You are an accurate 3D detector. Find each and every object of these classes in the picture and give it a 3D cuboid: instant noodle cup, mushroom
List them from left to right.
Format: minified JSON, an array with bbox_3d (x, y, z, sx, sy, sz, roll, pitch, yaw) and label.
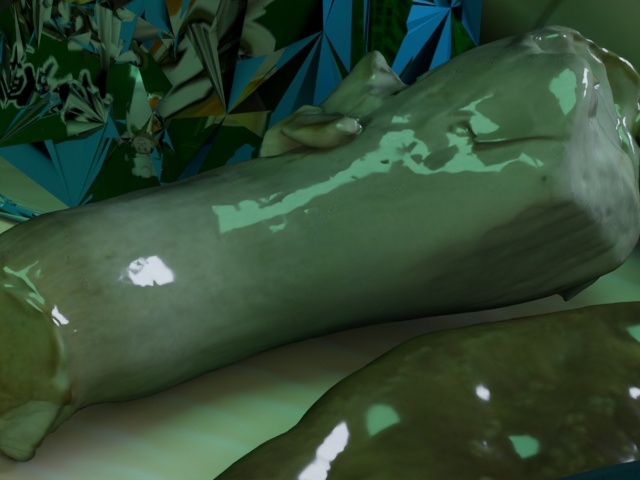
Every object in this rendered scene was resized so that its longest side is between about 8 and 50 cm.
[{"bbox_3d":[-0.037,-0.123,0.730,0.240,0.178,0.240,5,32,-3],"label":"instant noodle cup"},{"bbox_3d":[0.000,-0.001,0.615,0.278,0.099,0.096,-18,18,-20],"label":"mushroom"}]

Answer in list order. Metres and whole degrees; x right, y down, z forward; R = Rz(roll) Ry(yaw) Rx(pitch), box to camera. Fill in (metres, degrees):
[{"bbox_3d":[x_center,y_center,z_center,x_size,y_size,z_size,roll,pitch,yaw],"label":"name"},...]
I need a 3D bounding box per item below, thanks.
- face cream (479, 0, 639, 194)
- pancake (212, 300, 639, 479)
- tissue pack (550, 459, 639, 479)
[{"bbox_3d":[0.174,-0.018,0.701,0.137,0.084,0.341,15,24,-40],"label":"face cream"},{"bbox_3d":[0.101,0.103,0.510,0.294,0.049,0.294,4,31,-2],"label":"pancake"},{"bbox_3d":[0.026,0.168,0.239,0.287,0.198,0.206,-18,37,-37],"label":"tissue pack"}]
